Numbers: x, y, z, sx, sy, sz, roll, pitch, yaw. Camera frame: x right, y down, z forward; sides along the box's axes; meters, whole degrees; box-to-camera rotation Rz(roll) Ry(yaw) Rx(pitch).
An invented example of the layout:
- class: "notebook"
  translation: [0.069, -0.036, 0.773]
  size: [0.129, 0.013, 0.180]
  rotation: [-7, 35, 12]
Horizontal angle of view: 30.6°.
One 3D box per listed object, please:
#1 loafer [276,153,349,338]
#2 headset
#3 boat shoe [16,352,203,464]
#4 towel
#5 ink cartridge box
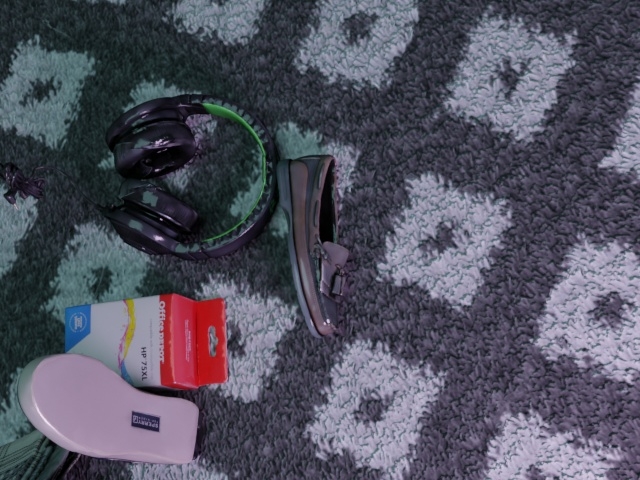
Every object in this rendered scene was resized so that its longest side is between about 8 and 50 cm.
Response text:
- class: "loafer"
  translation: [0.000, 0.000, 1.633]
  size: [0.084, 0.096, 0.267]
  rotation: [-16, 71, 12]
- class: "headset"
  translation: [-0.258, -0.096, 1.708]
  size: [0.394, 0.185, 0.243]
  rotation: [-4, 76, 10]
- class: "boat shoe"
  translation: [-0.319, 0.242, 1.582]
  size: [0.158, 0.340, 0.127]
  rotation: [-9, 63, 31]
- class: "towel"
  translation: [-0.513, 0.387, 1.658]
  size: [0.324, 0.312, 0.056]
  rotation: [-22, 105, 16]
- class: "ink cartridge box"
  translation: [-0.256, 0.153, 1.709]
  size: [0.231, 0.078, 0.134]
  rotation: [-9, 75, 20]
